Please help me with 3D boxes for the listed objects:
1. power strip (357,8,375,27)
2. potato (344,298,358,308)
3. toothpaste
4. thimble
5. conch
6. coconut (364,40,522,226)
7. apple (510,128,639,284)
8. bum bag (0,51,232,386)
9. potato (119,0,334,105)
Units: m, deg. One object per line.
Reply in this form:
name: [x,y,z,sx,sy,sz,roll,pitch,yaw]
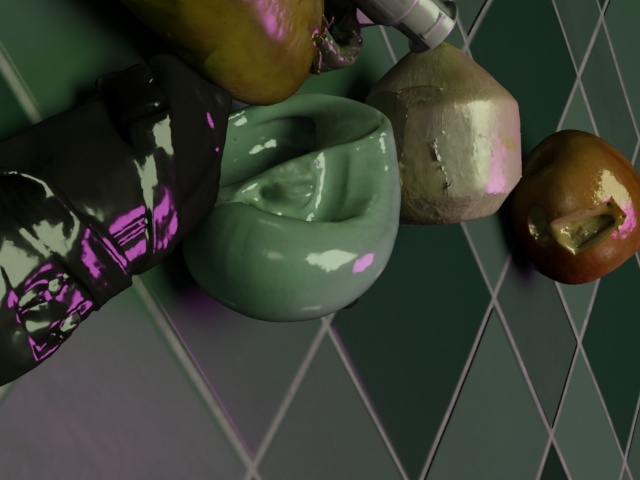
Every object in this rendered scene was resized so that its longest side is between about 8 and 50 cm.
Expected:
power strip: [0.013,-0.337,1.208,0.109,0.037,0.279,-17,100,-58]
potato: [0.000,0.000,1.109,0.096,0.066,0.103,89,0,-63]
toothpaste: [-0.008,-0.276,1.049,0.323,0.066,0.100,35,10,-32]
thimble: [-0.010,-0.205,1.126,0.110,0.062,0.084,64,34,-31]
conch: [-0.026,-0.028,1.000,0.185,0.121,0.221,35,53,0]
coconut: [0.116,-0.109,1.227,0.171,0.171,0.183,-27,111,-57]
apple: [0.328,-0.048,1.564,0.199,0.199,0.199,15,73,-57]
bum bag: [-0.154,-0.036,0.834,0.326,0.080,0.142,-46,119,-47]
potato: [-0.086,-0.220,0.927,0.300,0.140,0.173,41,56,-54]
